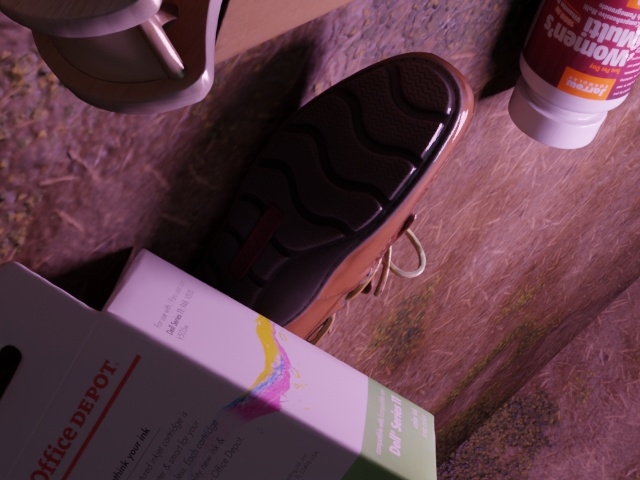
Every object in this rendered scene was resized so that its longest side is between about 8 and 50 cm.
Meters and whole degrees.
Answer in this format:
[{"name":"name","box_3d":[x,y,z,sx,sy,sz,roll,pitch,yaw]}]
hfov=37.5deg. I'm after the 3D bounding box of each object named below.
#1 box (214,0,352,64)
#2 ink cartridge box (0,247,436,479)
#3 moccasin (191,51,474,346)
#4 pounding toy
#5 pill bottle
[{"name":"box","box_3d":[0.021,-0.189,0.591,0.201,0.021,0.164,-29,174,-20]},{"name":"ink cartridge box","box_3d":[-0.109,0.152,0.749,0.207,0.354,0.119,-56,-172,23]},{"name":"moccasin","box_3d":[0.002,0.002,0.817,0.147,0.139,0.380,-6,134,-56]},{"name":"pounding toy","box_3d":[-0.095,-0.165,0.405,0.269,0.154,0.155,-44,155,-7]},{"name":"pill bottle","box_3d":[0.274,-0.207,0.953,0.121,0.121,0.221,-27,148,-36]}]
